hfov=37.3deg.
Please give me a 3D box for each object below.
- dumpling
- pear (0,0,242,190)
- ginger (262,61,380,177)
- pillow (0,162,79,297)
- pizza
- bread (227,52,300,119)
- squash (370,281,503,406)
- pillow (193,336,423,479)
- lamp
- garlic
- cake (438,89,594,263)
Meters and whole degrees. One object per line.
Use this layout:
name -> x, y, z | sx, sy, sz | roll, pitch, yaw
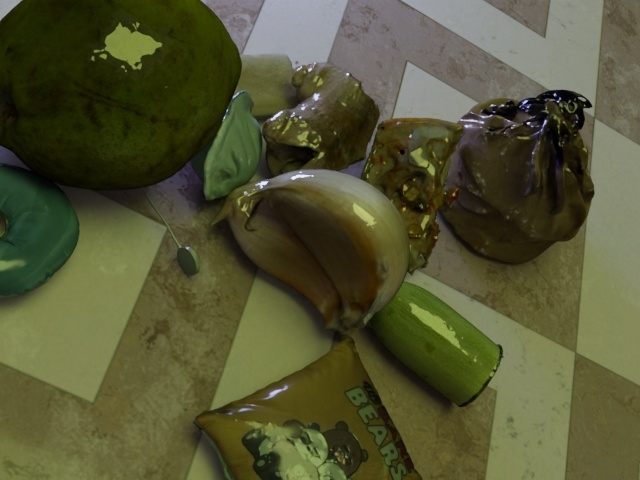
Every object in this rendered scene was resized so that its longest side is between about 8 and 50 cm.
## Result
dumpling -> -0.168, -0.164, 1.618 | 0.219, 0.108, 0.153 | -70, 146, -46
pear -> -0.318, -0.253, 1.455 | 0.413, 0.352, 0.352 | -29, 79, -34
ginger -> -0.006, -0.211, 1.710 | 0.275, 0.130, 0.221 | -19, 95, -44
pillow -> -0.468, -0.020, 1.386 | 0.214, 0.086, 0.233 | 31, 49, -5
pizza -> 0.161, -0.088, 1.751 | 0.189, 0.071, 0.297 | 12, 86, 5
bread -> -0.121, -0.284, 1.761 | 0.178, 0.060, 0.140 | -9, 68, -34
squash -> 0.181, 0.164, 1.634 | 0.247, 0.132, 0.132 | 37, 50, -4
pillow -> 0.003, 0.334, 1.428 | 0.312, 0.119, 0.310 | -20, 72, -35
lamp -> -0.243, -0.033, 1.546 | 0.056, 0.050, 0.198 | -25, 77, -40
garlic -> 0.000, 0.000, 1.550 | 0.249, 0.286, 0.313 | -39, 87, 0
cake -> 0.413, -0.156, 1.836 | 0.332, 0.321, 0.333 | 13, 58, -22
